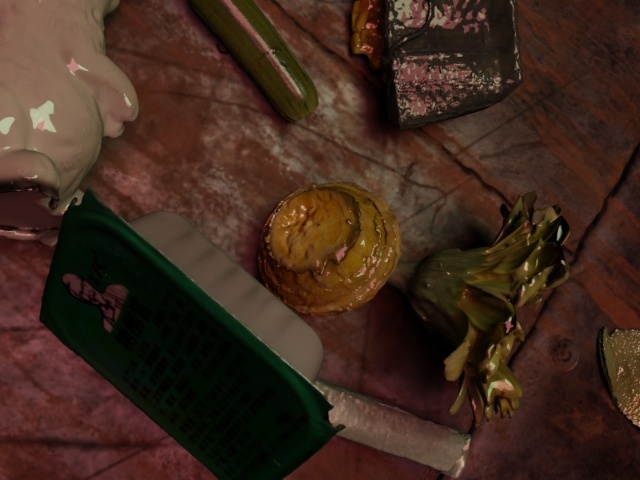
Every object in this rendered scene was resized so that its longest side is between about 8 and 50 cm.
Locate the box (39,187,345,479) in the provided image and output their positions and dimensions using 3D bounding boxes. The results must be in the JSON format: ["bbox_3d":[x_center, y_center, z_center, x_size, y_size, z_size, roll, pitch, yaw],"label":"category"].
[{"bbox_3d":[-0.130,0.103,0.716,0.337,0.264,0.106,41,44,3],"label":"box"}]

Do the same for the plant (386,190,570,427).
[{"bbox_3d":[0.187,0.043,0.822,0.261,0.306,0.297,-47,73,14],"label":"plant"}]

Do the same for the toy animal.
[{"bbox_3d":[-0.325,-0.184,0.713,0.258,0.194,0.357,1,76,-12],"label":"toy animal"}]

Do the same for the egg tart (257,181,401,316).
[{"bbox_3d":[0.000,0.000,0.806,0.191,0.191,0.074,-61,147,-10],"label":"egg tart"}]

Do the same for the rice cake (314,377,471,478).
[{"bbox_3d":[0.052,0.229,0.866,0.336,0.063,0.066,25,84,-15],"label":"rice cake"}]

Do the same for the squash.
[{"bbox_3d":[-0.085,-0.250,0.842,0.066,0.066,0.229,-41,100,-14],"label":"squash"}]

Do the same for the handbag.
[{"bbox_3d":[0.160,-0.278,0.857,0.175,0.088,0.270,-3,92,-10],"label":"handbag"}]

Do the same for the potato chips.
[{"bbox_3d":[0.500,0.211,1.027,0.209,0.026,0.142,33,82,-11],"label":"potato chips"}]

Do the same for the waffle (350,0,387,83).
[{"bbox_3d":[0.149,-0.321,0.920,0.253,0.056,0.249,-24,96,-15],"label":"waffle"}]
